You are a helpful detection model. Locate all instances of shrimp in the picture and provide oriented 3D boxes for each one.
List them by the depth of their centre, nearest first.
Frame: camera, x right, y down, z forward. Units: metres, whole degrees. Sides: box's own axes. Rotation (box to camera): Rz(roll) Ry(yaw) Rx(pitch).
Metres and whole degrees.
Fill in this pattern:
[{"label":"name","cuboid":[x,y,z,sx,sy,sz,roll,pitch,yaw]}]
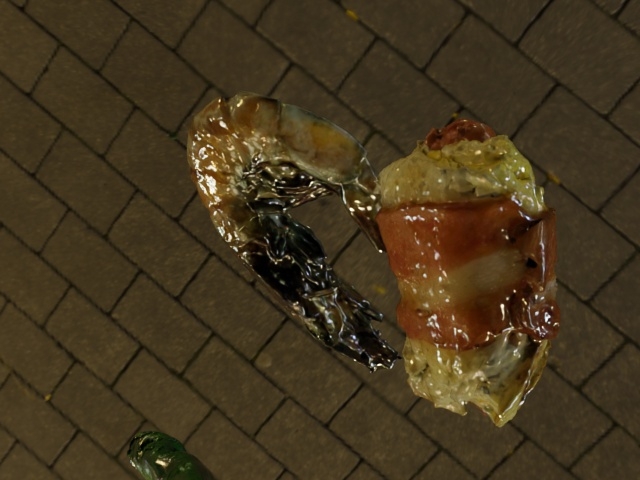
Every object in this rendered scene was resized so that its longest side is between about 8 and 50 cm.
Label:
[{"label":"shrimp","cuboid":[0.000,0.000,0.829,0.233,0.071,0.365,-21,113,45]}]

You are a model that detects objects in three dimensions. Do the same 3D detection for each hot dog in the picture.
[{"label":"hot dog","cuboid":[0.109,0.022,0.548,0.103,0.146,0.213,-17,107,-27]}]

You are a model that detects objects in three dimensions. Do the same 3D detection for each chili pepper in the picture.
[{"label":"chili pepper","cuboid":[-0.141,0.269,0.847,0.224,0.061,0.098,14,128,55]}]
